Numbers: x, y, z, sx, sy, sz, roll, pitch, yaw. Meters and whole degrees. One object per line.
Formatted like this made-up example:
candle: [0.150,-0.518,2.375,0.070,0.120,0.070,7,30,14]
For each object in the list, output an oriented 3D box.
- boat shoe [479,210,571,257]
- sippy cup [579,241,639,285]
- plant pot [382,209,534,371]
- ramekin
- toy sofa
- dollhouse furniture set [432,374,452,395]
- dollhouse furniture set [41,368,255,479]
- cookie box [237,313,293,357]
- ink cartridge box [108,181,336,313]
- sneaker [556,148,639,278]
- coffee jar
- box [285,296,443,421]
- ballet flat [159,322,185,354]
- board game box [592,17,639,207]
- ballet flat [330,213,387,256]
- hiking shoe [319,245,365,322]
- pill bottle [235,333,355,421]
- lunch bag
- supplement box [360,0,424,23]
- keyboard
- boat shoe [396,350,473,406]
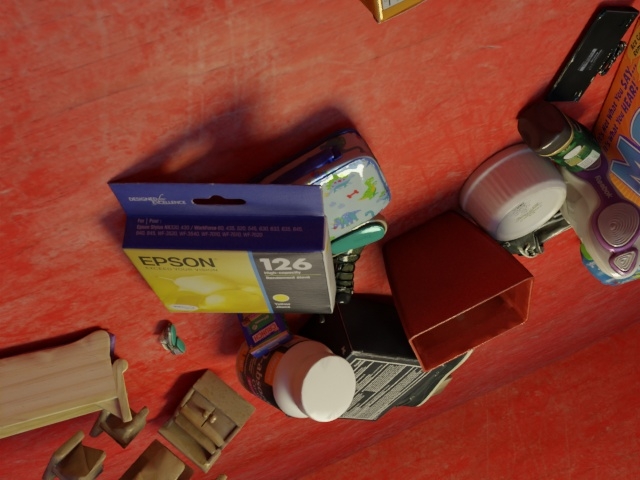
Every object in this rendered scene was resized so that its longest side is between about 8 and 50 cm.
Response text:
boat shoe: [0.485,-0.018,1.279,0.335,0.119,0.121,-40,146,21]
sippy cup: [0.870,0.010,1.521,0.305,0.240,0.224,28,142,-8]
plant pot: [0.278,0.097,1.188,0.267,0.236,0.267,-27,148,3]
ramekin: [0.406,-0.091,1.127,0.207,0.109,0.207,-18,148,-12]
toy sofa: [-0.542,0.291,0.998,0.362,0.177,0.150,-11,170,-23]
dollhouse furniture set: [0.480,0.366,1.784,0.355,0.174,0.303,-13,146,-19]
dollhouse furniture set: [-0.357,0.524,1.236,0.256,0.362,0.394,-54,176,35]
cookie box: [-0.118,0.178,1.142,0.092,0.107,0.040,-29,148,4]
ink cartridge box: [-0.135,0.028,0.845,0.303,0.072,0.307,1,151,7]
sneaker: [0.570,-0.057,1.119,0.114,0.305,0.152,-10,154,4]
coffee jar: [0.450,-0.194,1.021,0.184,0.096,0.079,10,138,-43]
box: [0.089,0.304,1.367,0.294,0.183,0.296,15,129,-34]
ballet flat: [-0.311,0.206,1.115,0.041,0.041,0.114,-20,147,-11]
board game box: [0.785,-0.219,0.977,0.356,0.356,0.356,-24,148,-5]
ballet flat: [0.000,0.000,0.998,0.248,0.086,0.086,-21,148,1]
hiking shoe: [0.045,0.068,1.094,0.086,0.114,0.227,-1,140,-35]
pill bottle: [-0.059,0.287,1.173,0.162,0.162,0.278,-2,-178,-33]
lunch bag: [-0.003,-0.075,0.876,0.219,0.090,0.176,-30,148,8]
supplement box: [0.060,-0.345,0.543,0.080,0.078,0.233,-26,149,-6]
keyboard: [0.468,-0.315,0.931,0.108,0.023,0.180,-5,144,-19]
boat shoe: [0.287,0.291,1.483,0.156,0.187,0.500,-6,133,-32]
